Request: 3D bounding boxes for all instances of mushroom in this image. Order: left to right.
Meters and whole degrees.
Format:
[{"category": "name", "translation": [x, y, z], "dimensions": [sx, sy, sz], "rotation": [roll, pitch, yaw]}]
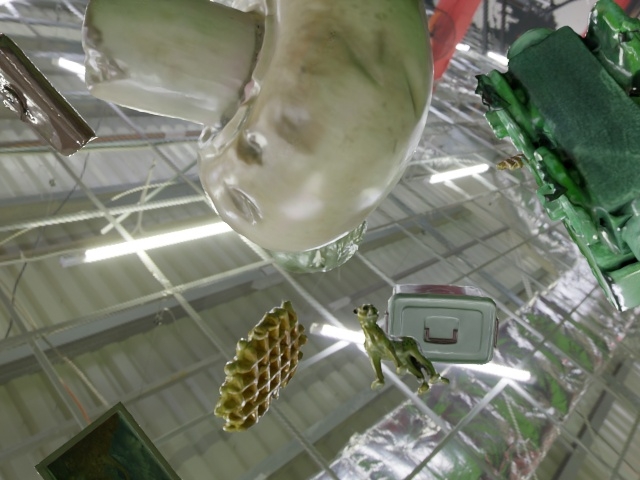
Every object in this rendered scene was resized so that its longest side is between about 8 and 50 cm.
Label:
[{"category": "mushroom", "translation": [-0.049, -0.174, 0.620], "dimensions": [0.353, 0.353, 0.325], "rotation": [26, -154, 1]}]

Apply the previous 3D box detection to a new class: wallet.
[{"category": "wallet", "translation": [-0.364, -0.176, 0.663], "dimensions": [0.152, 0.118, 0.038], "rotation": [51, -121, -26]}]

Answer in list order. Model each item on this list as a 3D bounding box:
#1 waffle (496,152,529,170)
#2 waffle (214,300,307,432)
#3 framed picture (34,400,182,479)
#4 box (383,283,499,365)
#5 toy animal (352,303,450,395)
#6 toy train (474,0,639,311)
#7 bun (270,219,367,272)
[{"category": "waffle", "translation": [0.371, -0.150, 0.981], "dimensions": [0.078, 0.016, 0.085], "rotation": [-27, -167, -19]}, {"category": "waffle", "translation": [-0.120, 0.285, 1.171], "dimensions": [0.065, 0.309, 0.283], "rotation": [20, 166, 25]}, {"category": "framed picture", "translation": [-0.385, 0.463, 0.992], "dimensions": [0.184, 0.016, 0.250], "rotation": [-36, -95, -31]}, {"category": "box", "translation": [0.320, 0.219, 1.422], "dimensions": [0.294, 0.193, 0.167], "rotation": [2, -169, 6]}, {"category": "toy animal", "translation": [0.140, 0.190, 0.905], "dimensions": [0.181, 0.073, 0.136], "rotation": [20, -145, -37]}, {"category": "toy train", "translation": [0.239, -0.071, 0.440], "dimensions": [0.188, 0.132, 0.243], "rotation": [37, -149, -48]}, {"category": "bun", "translation": [0.000, 0.000, 1.011], "dimensions": [0.195, 0.195, 0.118], "rotation": [-25, -88, -52]}]
